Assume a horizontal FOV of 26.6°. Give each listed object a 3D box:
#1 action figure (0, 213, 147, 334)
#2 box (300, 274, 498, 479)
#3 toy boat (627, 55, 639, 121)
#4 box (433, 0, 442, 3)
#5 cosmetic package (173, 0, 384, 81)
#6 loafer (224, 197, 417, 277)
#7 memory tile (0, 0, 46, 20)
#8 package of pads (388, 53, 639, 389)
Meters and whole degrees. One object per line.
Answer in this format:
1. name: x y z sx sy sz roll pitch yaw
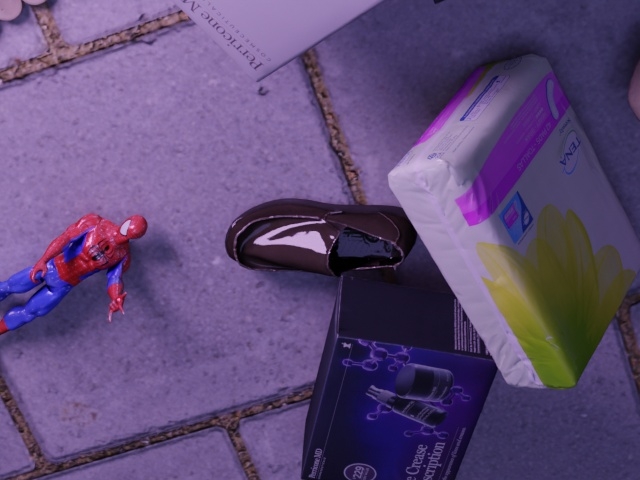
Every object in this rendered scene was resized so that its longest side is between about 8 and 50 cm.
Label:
1. action figure: -0.312 0.063 1.532 0.280 0.139 0.091 -33 113 13
2. box: 0.087 0.176 1.559 0.184 0.103 0.261 11 133 -2
3. toy boat: 0.459 -0.119 1.435 0.267 0.148 0.318 -9 108 0
4. box: 0.111 -0.285 1.377 0.018 0.083 0.067 -21 113 12
5. cosmetic package: 0.005 -0.323 1.222 0.217 0.156 0.385 42 143 -16
6. loafer: 0.000 0.000 1.522 0.220 0.078 0.080 -5 116 3
7. memory tile: -0.336 -0.290 1.422 0.148 0.012 0.113 -25 113 13
8. package of pads: 0.217 -0.023 1.430 0.101 0.229 0.296 -9 120 43
